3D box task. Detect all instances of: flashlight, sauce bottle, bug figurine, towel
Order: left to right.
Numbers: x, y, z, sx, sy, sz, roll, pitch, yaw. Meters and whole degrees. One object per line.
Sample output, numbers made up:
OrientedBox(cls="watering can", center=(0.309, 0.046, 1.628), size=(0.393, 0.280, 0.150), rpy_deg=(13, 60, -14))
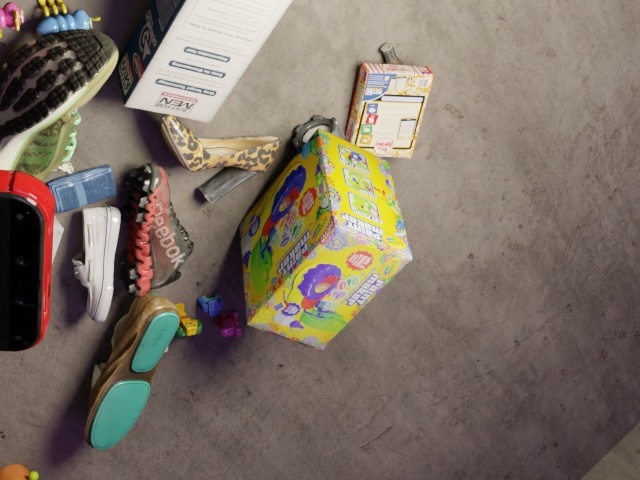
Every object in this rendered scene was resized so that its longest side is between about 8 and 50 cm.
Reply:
OrientedBox(cls="bug figurine", center=(-0.461, -0.413, 1.481), size=(0.216, 0.072, 0.279), rpy_deg=(-20, 127, -23))
OrientedBox(cls="towel", center=(-0.428, -0.092, 1.725), size=(0.119, 0.029, 0.067), rpy_deg=(-20, 127, -23))
OrientedBox(cls="flashlight", center=(0.039, -0.114, 1.976), size=(0.103, 0.103, 0.304), rpy_deg=(-33, 129, -7))
OrientedBox(cls="sauce bottle", center=(0.155, -0.343, 1.955), size=(0.042, 0.042, 0.128), rpy_deg=(-37, 133, -10))

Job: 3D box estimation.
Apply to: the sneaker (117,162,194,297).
OrientedBox(cls="sneaker", center=(-0.303, -0.024, 1.804), size=(0.135, 0.097, 0.276), rpy_deg=(-8, 123, -30))

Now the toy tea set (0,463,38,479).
OrientedBox(cls="toy tea set", center=(-0.649, 0.604, 1.931), size=(0.200, 0.124, 0.336), rpy_deg=(-15, 124, -26))

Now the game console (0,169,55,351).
OrientedBox(cls="game console", center=(-0.611, 0.034, 1.547), size=(0.342, 0.060, 0.386), rpy_deg=(6, 131, -11))

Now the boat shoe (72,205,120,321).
OrientedBox(cls="boat shoe", center=(-0.426, 0.042, 1.785), size=(0.075, 0.083, 0.226), rpy_deg=(4, 103, -23))

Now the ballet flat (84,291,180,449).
OrientedBox(cls="ballet flat", center=(-0.387, 0.245, 1.889), size=(0.116, 0.124, 0.342), rpy_deg=(9, 113, -43))

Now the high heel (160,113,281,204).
OrientedBox(cls="high heel", center=(-0.183, -0.194, 1.779), size=(0.186, 0.093, 0.261), rpy_deg=(-37, 145, -4))

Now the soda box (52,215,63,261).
OrientedBox(cls="soda box", center=(-0.531, 0.052, 1.712), size=(0.069, 0.074, 0.216), rpy_deg=(11, 111, -37))

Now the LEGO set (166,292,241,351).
OrientedBox(cls="LEGO set", center=(-0.258, 0.175, 1.956), size=(0.227, 0.093, 0.087), rpy_deg=(-15, 124, -26))

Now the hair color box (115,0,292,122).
OrientedBox(cls="hair color box", center=(-0.189, -0.359, 1.584), size=(0.174, 0.105, 0.347), rpy_deg=(8, 138, -36))

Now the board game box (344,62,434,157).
OrientedBox(cls="board game box", center=(0.137, -0.262, 1.953), size=(0.146, 0.045, 0.193), rpy_deg=(0, 125, -20))

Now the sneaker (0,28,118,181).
OrientedBox(cls="sneaker", center=(-0.463, -0.179, 1.581), size=(0.410, 0.158, 0.182), rpy_deg=(-42, 153, 14))

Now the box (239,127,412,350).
OrientedBox(cls="box", center=(0.000, 0.000, 1.822), size=(0.177, 0.279, 0.290), rpy_deg=(23, 126, -28))
